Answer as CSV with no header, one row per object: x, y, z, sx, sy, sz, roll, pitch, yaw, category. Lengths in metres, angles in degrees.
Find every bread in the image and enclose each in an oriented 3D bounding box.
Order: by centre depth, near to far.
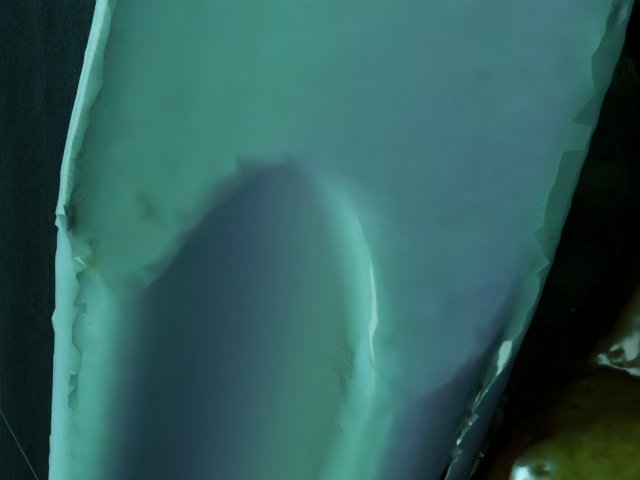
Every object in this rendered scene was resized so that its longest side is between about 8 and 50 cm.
0.129,0.095,0.462,0.135,0.246,0.232,24,133,26,bread

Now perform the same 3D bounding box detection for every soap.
0.000,0.000,0.506,0.261,0.156,0.446,-73,-2,-51,soap

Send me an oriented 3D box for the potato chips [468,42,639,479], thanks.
0.039,-0.050,0.748,0.429,0.070,0.359,35,125,48,potato chips
